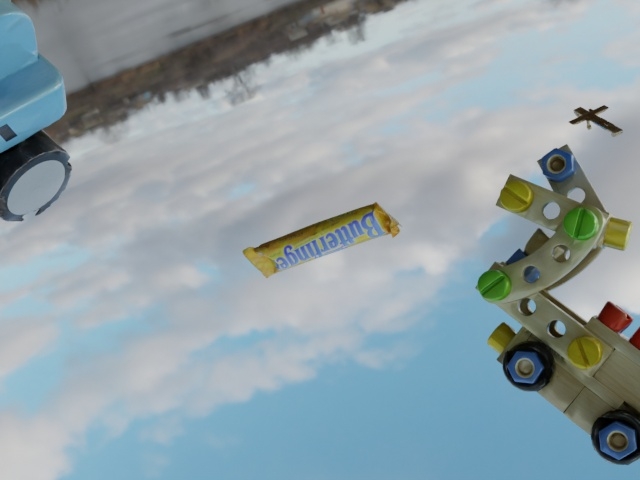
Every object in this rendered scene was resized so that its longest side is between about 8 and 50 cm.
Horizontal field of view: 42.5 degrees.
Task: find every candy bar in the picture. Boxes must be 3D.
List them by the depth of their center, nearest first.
[{"bbox_3d":[0.000,0.000,0.731,0.161,0.040,0.018,-19,-144,36],"label":"candy bar"}]

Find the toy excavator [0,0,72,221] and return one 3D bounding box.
[{"bbox_3d":[-0.367,-0.222,0.820,0.433,0.222,0.445,-40,162,-30],"label":"toy excavator"}]

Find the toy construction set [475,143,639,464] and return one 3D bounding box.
[{"bbox_3d":[0.277,0.075,0.754,0.328,0.151,0.215,43,-75,36],"label":"toy construction set"}]

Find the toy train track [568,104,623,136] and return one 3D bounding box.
[{"bbox_3d":[0.315,-0.132,0.934,0.048,0.014,0.083,-25,-149,-5],"label":"toy train track"}]
